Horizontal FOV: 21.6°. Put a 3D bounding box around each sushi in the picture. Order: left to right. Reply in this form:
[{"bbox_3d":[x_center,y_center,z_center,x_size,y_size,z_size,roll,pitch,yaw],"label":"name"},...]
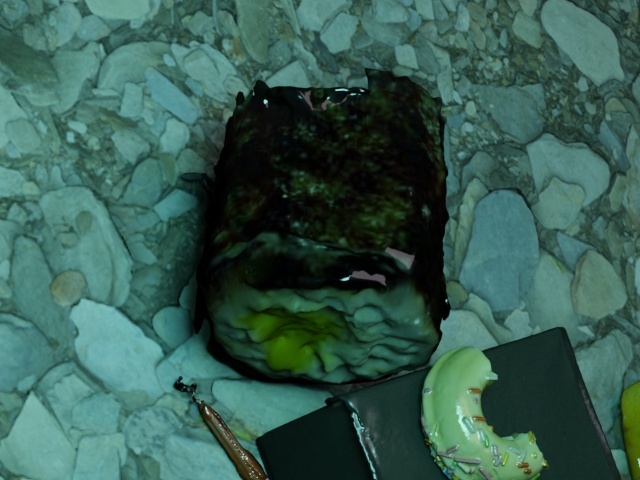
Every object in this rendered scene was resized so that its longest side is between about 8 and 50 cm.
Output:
[{"bbox_3d":[0.001,-0.002,1.851,0.281,0.299,0.294,10,59,-16],"label":"sushi"}]

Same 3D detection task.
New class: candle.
[{"bbox_3d":[-0.105,0.216,1.850,0.026,0.021,0.167,-37,93,-21],"label":"candle"}]

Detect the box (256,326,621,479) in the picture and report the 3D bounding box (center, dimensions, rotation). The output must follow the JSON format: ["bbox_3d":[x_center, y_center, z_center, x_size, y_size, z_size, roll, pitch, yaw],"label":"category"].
[{"bbox_3d":[0.139,0.273,1.878,0.345,0.204,0.251,-12,77,-39],"label":"box"}]

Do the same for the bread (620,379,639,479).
[{"bbox_3d":[0.461,0.293,2.178,0.102,0.094,0.245,3,68,-45],"label":"bread"}]

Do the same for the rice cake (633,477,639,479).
[{"bbox_3d":[0.396,0.323,2.070,0.256,0.052,0.057,-22,55,-12],"label":"rice cake"}]

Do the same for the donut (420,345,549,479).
[{"bbox_3d":[0.164,0.194,1.753,0.108,0.065,0.166,-23,83,-40],"label":"donut"}]
